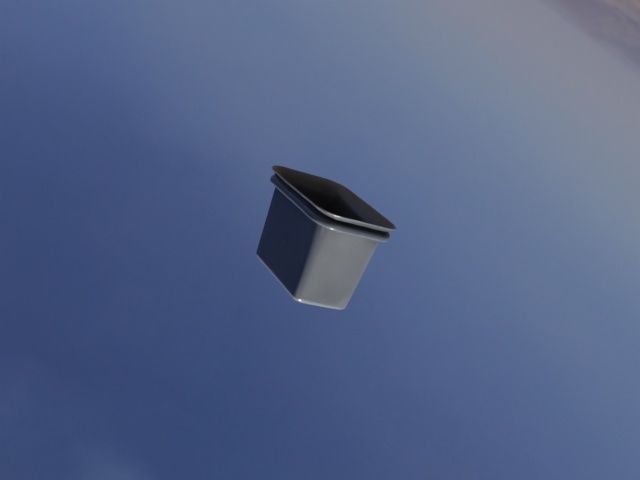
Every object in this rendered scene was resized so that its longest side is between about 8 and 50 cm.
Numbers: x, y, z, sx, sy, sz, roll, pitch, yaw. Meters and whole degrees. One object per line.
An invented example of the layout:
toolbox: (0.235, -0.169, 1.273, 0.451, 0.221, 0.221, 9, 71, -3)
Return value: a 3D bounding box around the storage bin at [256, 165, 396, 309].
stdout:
storage bin: (0.000, 0.000, 0.785, 0.098, 0.091, 0.135, 13, -163, -30)
